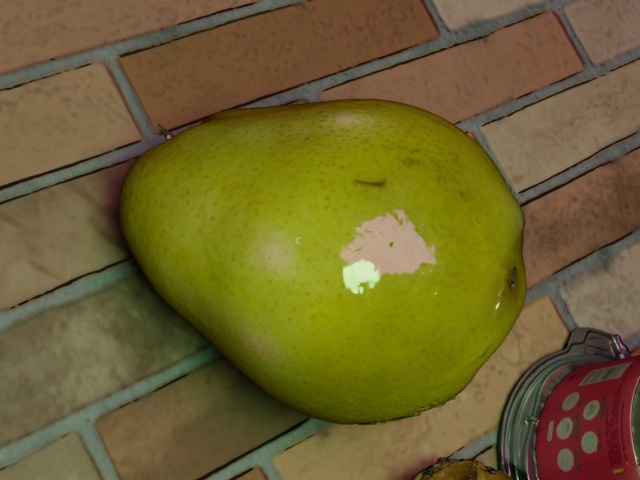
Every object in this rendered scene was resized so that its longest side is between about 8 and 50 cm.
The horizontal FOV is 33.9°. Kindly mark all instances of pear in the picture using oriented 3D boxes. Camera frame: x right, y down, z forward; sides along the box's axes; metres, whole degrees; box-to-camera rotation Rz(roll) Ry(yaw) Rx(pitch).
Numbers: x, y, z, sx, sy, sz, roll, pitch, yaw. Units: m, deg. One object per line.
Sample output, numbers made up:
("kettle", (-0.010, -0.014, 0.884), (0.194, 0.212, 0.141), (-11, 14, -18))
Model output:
("pear", (0.004, 0.001, 0.875), (0.336, 0.285, 0.285), (26, 61, -15))

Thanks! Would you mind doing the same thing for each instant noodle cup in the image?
("instant noodle cup", (0.327, 0.209, 1.020), (0.258, 0.181, 0.302), (4, 69, -26))

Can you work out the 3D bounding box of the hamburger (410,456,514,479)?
("hamburger", (0.130, 0.309, 0.925), (0.231, 0.107, 0.231), (14, 57, -23))
